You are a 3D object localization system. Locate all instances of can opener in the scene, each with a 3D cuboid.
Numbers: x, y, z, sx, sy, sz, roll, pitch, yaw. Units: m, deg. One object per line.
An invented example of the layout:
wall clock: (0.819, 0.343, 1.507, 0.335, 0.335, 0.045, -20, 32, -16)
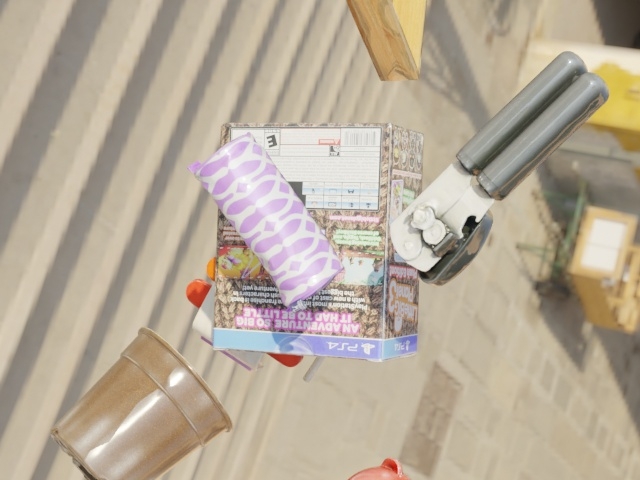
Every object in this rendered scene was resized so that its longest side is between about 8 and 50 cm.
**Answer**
can opener: (0.183, -0.074, 1.318, 0.280, 0.074, 0.093, -48, 145, 15)

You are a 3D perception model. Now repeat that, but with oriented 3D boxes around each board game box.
board game box: (0.000, 0.000, 1.617, 0.141, 0.232, 0.291, 3, 90, -67)

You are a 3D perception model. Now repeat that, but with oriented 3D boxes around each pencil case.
pencil case: (-0.059, -0.021, 1.424, 0.086, 0.088, 0.206, -33, 91, -46)

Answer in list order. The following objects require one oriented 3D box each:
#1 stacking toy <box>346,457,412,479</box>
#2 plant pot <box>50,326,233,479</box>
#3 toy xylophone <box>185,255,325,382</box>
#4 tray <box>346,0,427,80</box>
stacking toy: (0.047, 0.391, 1.305, 0.279, 0.130, 0.309, -9, 65, -50)
plant pot: (-0.219, 0.220, 1.512, 0.165, 0.167, 0.167, -42, 139, -19)
toy xylophone: (-0.053, 0.066, 1.841, 0.323, 0.236, 0.081, -52, 173, 19)
tray: (0.083, -0.441, 1.955, 0.411, 0.076, 0.203, 56, 37, -59)
